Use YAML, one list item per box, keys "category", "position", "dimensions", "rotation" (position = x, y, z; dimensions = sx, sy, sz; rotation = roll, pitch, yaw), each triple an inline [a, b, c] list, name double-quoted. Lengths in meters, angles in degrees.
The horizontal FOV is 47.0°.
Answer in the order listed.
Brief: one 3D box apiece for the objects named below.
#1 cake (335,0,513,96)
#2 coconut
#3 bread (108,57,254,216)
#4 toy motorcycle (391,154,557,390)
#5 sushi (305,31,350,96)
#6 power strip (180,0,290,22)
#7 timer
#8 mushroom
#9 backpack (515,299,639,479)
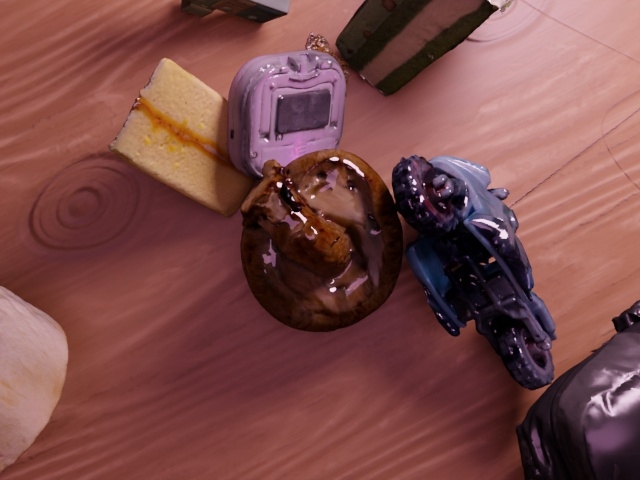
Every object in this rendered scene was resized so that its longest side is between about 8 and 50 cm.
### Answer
- category: "cake"
  position: [0.170, -0.372, 1.166]
  dimensions: [0.158, 0.283, 0.172]
  rotation: [45, 54, -9]
- category: "coconut"
  position: [-0.517, 0.209, 1.071]
  dimensions: [0.328, 0.329, 0.329]
  rotation: [0, 86, -2]
- category: "bread"
  position: [-0.180, -0.141, 1.104]
  dimensions: [0.163, 0.264, 0.168]
  rotation: [31, 92, 2]
- category: "toy motorcycle"
  position: [0.254, 0.025, 1.145]
  dimensions: [0.172, 0.232, 0.416]
  rotation: [-31, 101, 31]
- category: "sushi"
  position: [0.011, -0.287, 1.217]
  dimensions: [0.061, 0.060, 0.118]
  rotation: [-43, 91, -8]
- category: "power strip"
  position: [-0.172, -0.401, 1.178]
  dimensions: [0.215, 0.145, 0.061]
  rotation: [9, 85, -37]
- category: "timer"
  position: [-0.047, -0.192, 1.138]
  dimensions: [0.208, 0.069, 0.191]
  rotation: [-18, 125, -36]
- category: "mushroom"
  position: [-0.008, -0.010, 1.112]
  dimensions: [0.263, 0.283, 0.195]
  rotation: [-40, 45, 0]
- category: "backpack"
  position: [0.509, 0.278, 1.105]
  dimensions: [0.445, 0.255, 0.364]
  rotation: [-21, 88, -17]
